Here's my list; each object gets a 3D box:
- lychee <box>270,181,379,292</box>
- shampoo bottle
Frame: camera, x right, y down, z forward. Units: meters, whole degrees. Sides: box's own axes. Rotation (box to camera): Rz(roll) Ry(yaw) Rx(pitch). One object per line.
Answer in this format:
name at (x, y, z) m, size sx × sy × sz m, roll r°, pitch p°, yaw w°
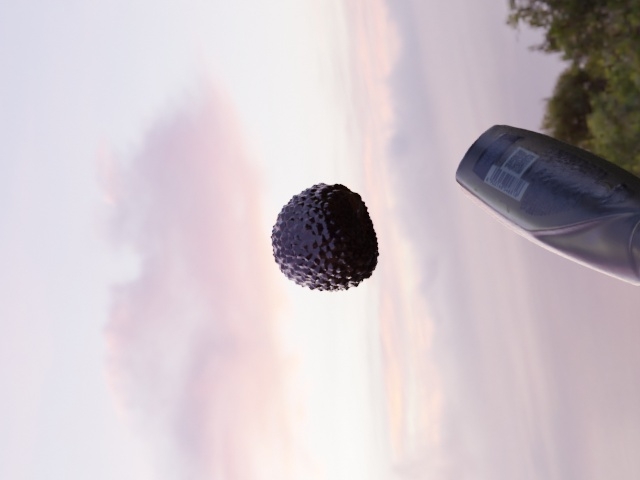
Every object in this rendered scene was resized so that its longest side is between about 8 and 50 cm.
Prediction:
lychee at (0.000, 0.000, 1.651) m, size 0.188 × 0.188 × 0.188 m, roll -11°, pitch -90°, yaw -81°
shampoo bottle at (0.304, -0.041, 1.165) m, size 0.084 × 0.125 × 0.350 m, roll 44°, pitch 175°, yaw -38°
